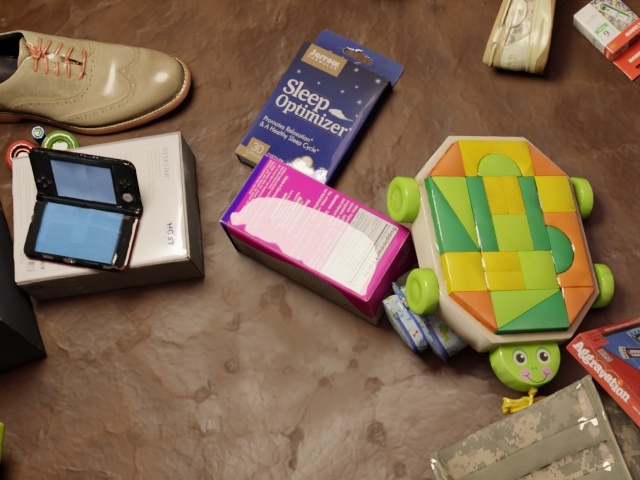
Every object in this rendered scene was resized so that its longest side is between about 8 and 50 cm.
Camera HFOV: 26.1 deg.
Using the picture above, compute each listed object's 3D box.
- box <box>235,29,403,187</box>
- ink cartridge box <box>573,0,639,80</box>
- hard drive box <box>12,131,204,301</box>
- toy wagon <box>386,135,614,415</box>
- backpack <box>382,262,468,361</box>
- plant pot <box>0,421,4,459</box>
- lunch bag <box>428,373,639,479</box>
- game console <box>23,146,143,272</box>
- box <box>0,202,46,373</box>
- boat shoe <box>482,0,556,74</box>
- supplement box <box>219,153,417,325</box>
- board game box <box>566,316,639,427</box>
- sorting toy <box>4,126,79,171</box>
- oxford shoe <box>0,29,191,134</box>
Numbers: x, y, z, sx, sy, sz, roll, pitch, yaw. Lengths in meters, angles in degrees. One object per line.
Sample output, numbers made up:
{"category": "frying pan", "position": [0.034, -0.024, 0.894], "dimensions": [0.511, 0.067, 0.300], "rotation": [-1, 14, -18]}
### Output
{"category": "box", "position": [0.000, -0.177, 1.858], "dimensions": [0.136, 0.036, 0.225], "rotation": [27, 76, 17]}
{"category": "ink cartridge box", "position": [0.396, -0.273, 1.831], "dimensions": [0.063, 0.029, 0.115], "rotation": [-39, 69, -6]}
{"category": "hard drive box", "position": [-0.280, -0.030, 1.821], "dimensions": [0.232, 0.089, 0.181], "rotation": [-8, 70, 7]}
{"category": "toy wagon", "position": [0.230, 0.038, 1.665], "dimensions": [0.267, 0.068, 0.344], "rotation": [-1, 68, -23]}
{"category": "backpack", "position": [0.132, 0.096, 1.706], "dimensions": [0.084, 0.105, 0.114], "rotation": [-37, 79, -1]}
{"category": "plant pot", "position": [-0.535, 0.315, 1.653], "dimensions": [0.227, 0.228, 0.207], "rotation": [-8, 76, 26]}
{"category": "lunch bag", "position": [0.285, 0.326, 1.530], "dimensions": [0.235, 0.169, 0.287], "rotation": [-32, 66, 31]}
{"category": "game console", "position": [-0.305, -0.040, 1.738], "dimensions": [0.144, 0.124, 0.085], "rotation": [9, 46, 12]}
{"category": "box", "position": [-0.579, 0.054, 1.791], "dimensions": [0.343, 0.179, 0.313], "rotation": [-21, 68, 1]}
{"category": "boat shoe", "position": [0.273, -0.362, 1.842], "dimensions": [0.089, 0.104, 0.285], "rotation": [5, 73, 8]}
{"category": "supplement box", "position": [0.000, 0.000, 1.755], "dimensions": [0.220, 0.111, 0.114], "rotation": [30, 77, 16]}
{"category": "board game box", "position": [0.386, 0.151, 1.566], "dimensions": [0.145, 0.281, 0.027], "rotation": [49, 115, 19]}
{"category": "sorting toy", "position": [-0.383, -0.123, 1.901], "dimensions": [0.102, 0.042, 0.061], "rotation": [-9, 85, -7]}
{"category": "oxford shoe", "position": [-0.353, -0.222, 1.877], "dimensions": [0.348, 0.130, 0.123], "rotation": [-2, 71, 8]}
